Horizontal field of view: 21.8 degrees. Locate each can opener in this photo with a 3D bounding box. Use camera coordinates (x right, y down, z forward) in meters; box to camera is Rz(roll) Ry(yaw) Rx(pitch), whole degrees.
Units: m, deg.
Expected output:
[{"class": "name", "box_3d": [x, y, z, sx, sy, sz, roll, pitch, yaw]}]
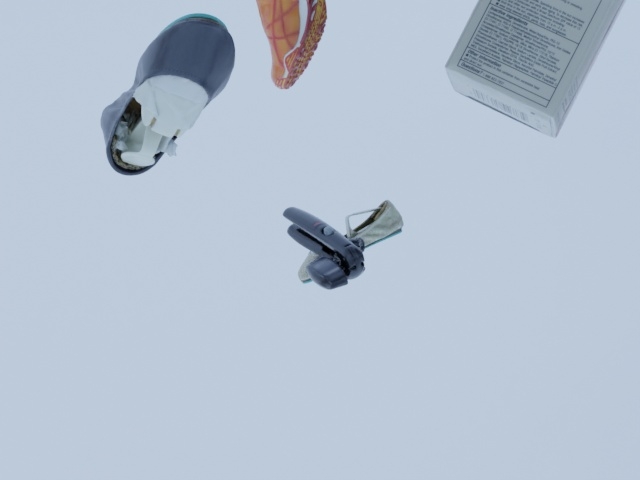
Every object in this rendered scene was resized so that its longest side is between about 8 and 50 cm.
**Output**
[{"class": "can opener", "box_3d": [0.000, 0.000, 2.073, 0.073, 0.186, 0.059, -14, -59, -21]}]

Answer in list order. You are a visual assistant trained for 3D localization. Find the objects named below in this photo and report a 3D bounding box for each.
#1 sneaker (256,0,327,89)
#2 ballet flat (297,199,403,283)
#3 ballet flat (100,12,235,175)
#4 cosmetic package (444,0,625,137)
[{"class": "sneaker", "box_3d": [-0.032, -0.223, 1.553, 0.067, 0.064, 0.175, 20, -53, 20]}, {"class": "ballet flat", "box_3d": [0.032, -0.002, 2.168, 0.168, 0.052, 0.057, -29, 13, -23]}, {"class": "ballet flat", "box_3d": [-0.121, -0.103, 1.291, 0.074, 0.074, 0.203, 4, -21, -26]}, {"class": "cosmetic package", "box_3d": [0.286, -0.294, 2.016, 0.296, 0.153, 0.129, -61, -12, -2]}]
